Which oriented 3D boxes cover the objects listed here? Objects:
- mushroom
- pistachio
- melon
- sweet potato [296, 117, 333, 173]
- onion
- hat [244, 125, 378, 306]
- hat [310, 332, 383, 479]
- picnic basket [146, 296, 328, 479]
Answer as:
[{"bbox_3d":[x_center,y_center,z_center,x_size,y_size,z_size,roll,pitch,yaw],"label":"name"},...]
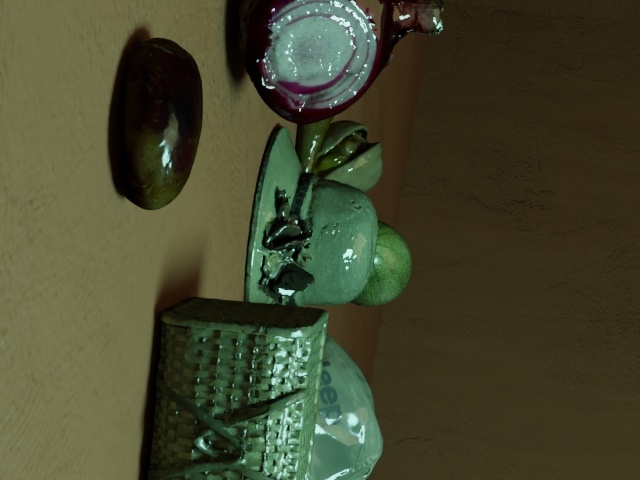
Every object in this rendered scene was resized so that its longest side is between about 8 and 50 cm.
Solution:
[{"bbox_3d":[-0.110,-0.082,1.001,0.123,0.052,0.123,8,90,-87],"label":"mushroom"},{"bbox_3d":[0.029,-0.111,1.919,0.149,0.113,0.113,-11,108,-67],"label":"pistachio"},{"bbox_3d":[0.077,0.038,2.263,0.192,0.139,0.139,69,29,-68],"label":"melon"},{"bbox_3d":[0.003,-0.196,1.782,0.069,0.059,0.250,165,-64,-84],"label":"sweet potato"},{"bbox_3d":[0.013,-0.208,1.342,0.135,0.198,0.173,-119,-162,-44],"label":"onion"},{"bbox_3d":[0.000,0.000,1.646,0.257,0.130,0.257,6,90,-82],"label":"hat"},{"bbox_3d":[-0.005,0.156,1.430,0.245,0.149,0.214,114,-45,-71],"label":"hat"},{"bbox_3d":[-0.074,0.154,1.199,0.154,0.134,0.196,-27,124,-80],"label":"picnic basket"}]
